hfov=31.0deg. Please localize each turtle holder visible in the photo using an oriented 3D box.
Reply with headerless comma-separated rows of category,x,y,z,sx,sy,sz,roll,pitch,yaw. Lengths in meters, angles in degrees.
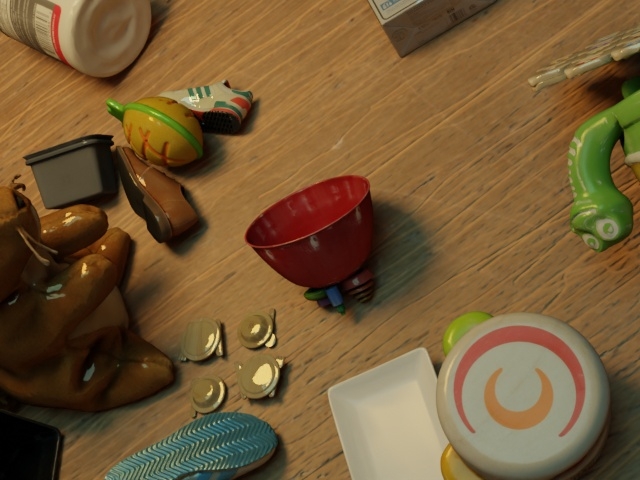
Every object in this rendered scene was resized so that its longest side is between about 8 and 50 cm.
turtle holder,0.448,-0.115,1.307,0.320,0.243,0.227,-22,84,-19

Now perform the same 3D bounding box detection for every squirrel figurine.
squirrel figurine,-0.459,0.085,1.568,0.397,0.370,0.281,-25,58,13

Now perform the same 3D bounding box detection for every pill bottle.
pill bottle,-0.446,-0.400,1.920,0.318,0.176,0.176,28,80,33

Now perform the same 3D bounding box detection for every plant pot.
plant pot,-0.493,0.338,1.585,0.167,0.187,0.188,-16,59,33

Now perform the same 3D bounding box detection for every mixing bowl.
mixing bowl,0.000,0.000,1.537,0.181,0.098,0.181,-22,20,9

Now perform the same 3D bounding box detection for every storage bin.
storage bin,-0.380,-0.104,1.803,0.135,0.098,0.091,-14,88,18

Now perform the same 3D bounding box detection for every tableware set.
tableware set,-0.123,0.163,1.583,0.169,0.020,0.141,-14,58,20

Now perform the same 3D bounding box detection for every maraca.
maraca,-0.251,-0.168,1.744,0.186,0.127,0.099,20,66,39

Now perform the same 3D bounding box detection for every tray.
tray,0.109,0.275,1.410,0.145,0.030,0.270,-26,57,13

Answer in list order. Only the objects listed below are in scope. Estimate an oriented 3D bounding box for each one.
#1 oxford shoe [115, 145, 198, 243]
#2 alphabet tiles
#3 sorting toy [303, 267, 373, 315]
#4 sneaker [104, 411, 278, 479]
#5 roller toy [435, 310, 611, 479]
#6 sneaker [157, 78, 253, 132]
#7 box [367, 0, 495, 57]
oxford shoe,-0.250,-0.077,1.745,0.076,0.076,0.212,-22,50,-22
alphabet tiles,0.398,-0.248,1.414,0.284,0.278,0.021,-19,99,23
sorting toy,0.028,0.073,1.543,0.102,0.061,0.042,-20,102,24
sneaker,-0.164,0.296,1.501,0.229,0.092,0.087,-20,54,-8
roller toy,0.234,0.192,1.321,0.191,0.146,0.209,1,69,15
sneaker,-0.174,-0.214,1.780,0.161,0.057,0.075,13,55,31
box,0.121,-0.433,1.720,0.169,0.087,0.290,-29,57,10
